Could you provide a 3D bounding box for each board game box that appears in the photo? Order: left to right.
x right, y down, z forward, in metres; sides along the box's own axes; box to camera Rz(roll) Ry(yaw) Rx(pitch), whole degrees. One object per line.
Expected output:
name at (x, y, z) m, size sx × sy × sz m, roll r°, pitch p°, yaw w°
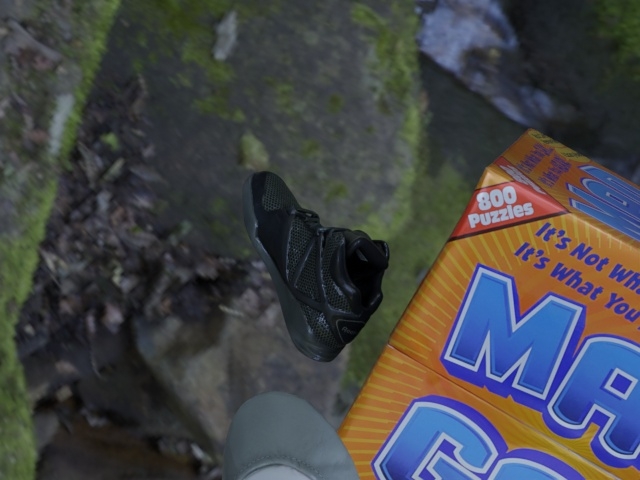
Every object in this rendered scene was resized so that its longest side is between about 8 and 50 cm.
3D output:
board game box at (0.249, 0.146, 1.436) m, size 0.356 × 0.356 × 0.356 m, roll 30°, pitch 105°, yaw 7°

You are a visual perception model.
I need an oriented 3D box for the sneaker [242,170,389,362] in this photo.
sneaker at (0.000, 0.000, 1.574) m, size 0.087 × 0.227 × 0.130 m, roll 17°, pitch 130°, yaw -46°

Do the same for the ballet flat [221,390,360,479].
ballet flat at (-0.007, 0.172, 0.712) m, size 0.072 × 0.068 × 0.213 m, roll -14°, pitch 76°, yaw 10°
